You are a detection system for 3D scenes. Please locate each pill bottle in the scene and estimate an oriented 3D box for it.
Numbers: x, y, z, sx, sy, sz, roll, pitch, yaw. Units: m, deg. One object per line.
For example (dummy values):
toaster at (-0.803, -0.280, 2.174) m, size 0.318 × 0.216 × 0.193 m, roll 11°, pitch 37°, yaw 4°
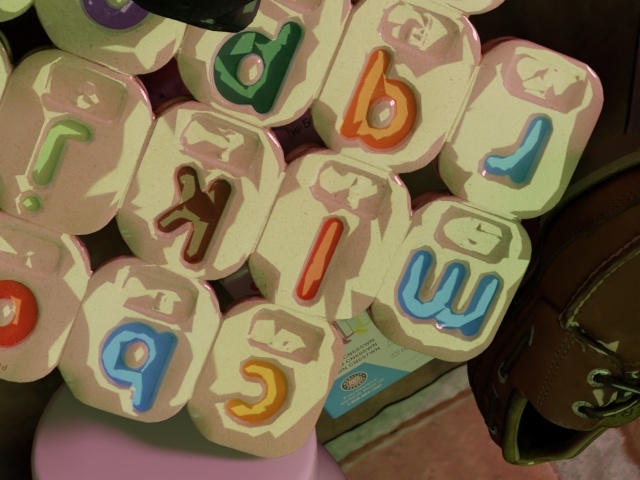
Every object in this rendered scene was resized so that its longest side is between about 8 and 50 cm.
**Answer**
pill bottle at (-0.065, 0.198, 0.643) m, size 0.176 × 0.176 × 0.319 m, roll -15°, pitch 138°, yaw -13°

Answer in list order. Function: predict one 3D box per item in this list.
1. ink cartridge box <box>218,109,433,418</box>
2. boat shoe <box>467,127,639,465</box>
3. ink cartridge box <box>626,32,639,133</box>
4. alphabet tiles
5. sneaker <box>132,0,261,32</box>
ink cartridge box at (0.000, 0.000, 0.572) m, size 0.092 × 0.090 × 0.143 m, roll -32°, pitch 135°, yaw 3°
boat shoe at (0.150, 0.041, 0.573) m, size 0.110 × 0.105 × 0.307 m, roll 0°, pitch 160°, yaw -5°
ink cartridge box at (0.268, -0.051, 0.527) m, size 0.114 × 0.273 × 0.198 m, roll -18°, pitch 135°, yaw -13°
alphabet tiles at (-0.036, -0.053, 0.471) m, size 0.284 × 0.021 × 0.278 m, roll 19°, pitch 105°, yaw -13°
sneaker at (-0.071, -0.118, 0.383) m, size 0.283 × 0.107 × 0.124 m, roll -12°, pitch 115°, yaw -3°
